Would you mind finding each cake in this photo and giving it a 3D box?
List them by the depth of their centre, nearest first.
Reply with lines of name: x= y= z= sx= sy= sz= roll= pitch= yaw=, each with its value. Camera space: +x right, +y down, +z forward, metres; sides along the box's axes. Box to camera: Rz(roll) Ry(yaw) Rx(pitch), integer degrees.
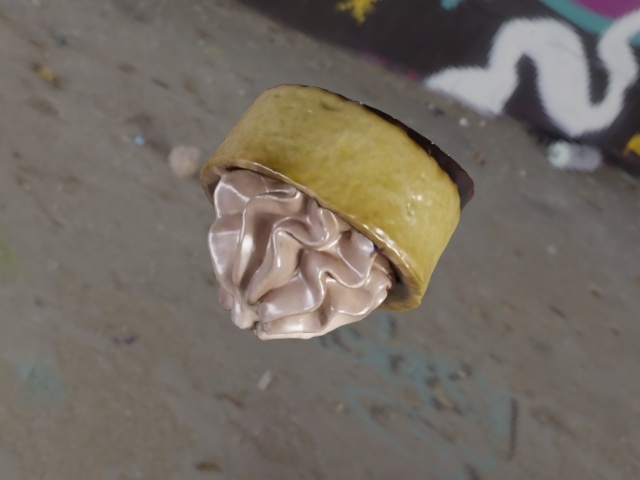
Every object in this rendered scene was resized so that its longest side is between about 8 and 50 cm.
cake: x=0.000 y=0.000 z=1.134 sx=0.207 sy=0.178 sz=0.185 roll=32 pitch=-16 yaw=-34
